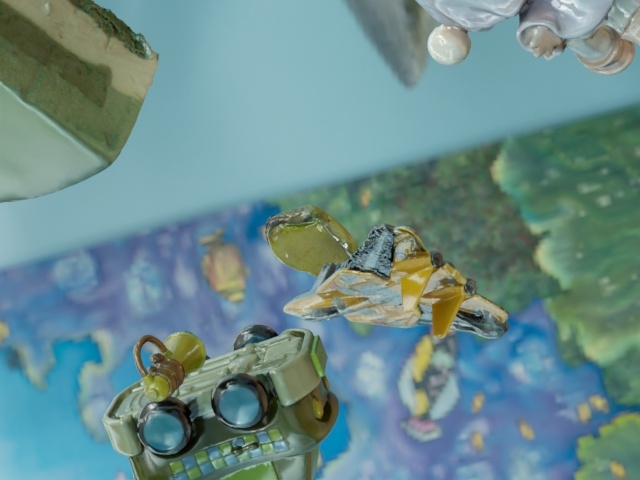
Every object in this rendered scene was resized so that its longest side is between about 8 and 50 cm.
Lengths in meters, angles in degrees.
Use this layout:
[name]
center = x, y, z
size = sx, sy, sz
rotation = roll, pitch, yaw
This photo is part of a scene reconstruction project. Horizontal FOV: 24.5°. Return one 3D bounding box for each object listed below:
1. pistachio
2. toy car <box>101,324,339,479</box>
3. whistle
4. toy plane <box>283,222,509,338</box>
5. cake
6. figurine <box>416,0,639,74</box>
[pistachio]
center = 0.000, 0.000, 1.932
size = 0.173, 0.049, 0.089
rotation = 23, 118, 37
[toy car]
center = -0.093, 0.221, 1.606
size = 0.204, 0.248, 0.198
rotation = -75, -34, -76
[whistle]
center = -0.150, 0.119, 1.443
size = 0.109, 0.046, 0.057
rotation = -44, -48, -72
[toy plane]
center = 0.058, 0.053, 1.698
size = 0.204, 0.103, 0.316
rotation = 40, 159, -25
[cake]
center = -0.264, -0.183, 1.287
size = 0.283, 0.172, 0.158
rotation = 71, -156, -44
[figurine]
center = 0.171, -0.227, 1.251
size = 0.200, 0.276, 0.133
rotation = -60, 16, 8
